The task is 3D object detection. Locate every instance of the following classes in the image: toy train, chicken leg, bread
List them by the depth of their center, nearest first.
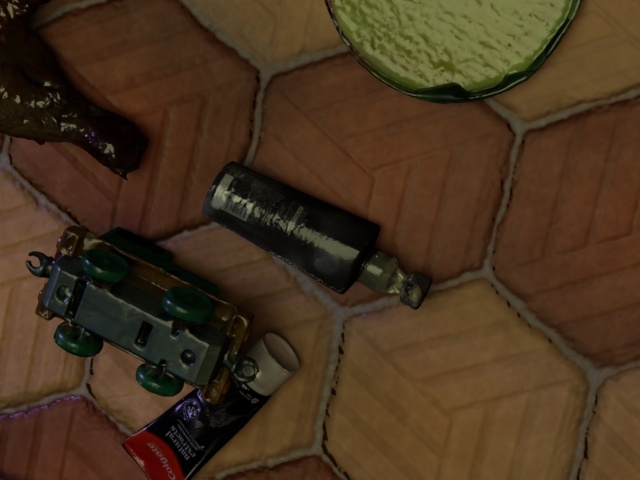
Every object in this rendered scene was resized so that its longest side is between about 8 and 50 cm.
[{"bbox_3d":[0.110,-0.228,1.424,0.228,0.033,0.228,3,101,17],"label":"bread"},{"bbox_3d":[-0.148,0.058,1.491,0.227,0.136,0.091,25,111,8],"label":"toy train"},{"bbox_3d":[-0.272,-0.192,1.517,0.177,0.083,0.322,-15,93,7],"label":"chicken leg"}]

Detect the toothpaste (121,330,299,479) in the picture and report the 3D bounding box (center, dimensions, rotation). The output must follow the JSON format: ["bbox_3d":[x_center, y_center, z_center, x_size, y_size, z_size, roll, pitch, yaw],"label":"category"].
[{"bbox_3d":[-0.098,0.159,1.542,0.193,0.045,0.071,-41,79,23],"label":"toothpaste"}]

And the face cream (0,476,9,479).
[{"bbox_3d":[-0.272,0.288,1.598,0.341,0.084,0.137,14,100,22],"label":"face cream"}]

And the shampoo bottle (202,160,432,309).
[{"bbox_3d":[0.000,0.001,1.476,0.207,0.063,0.057,26,114,10],"label":"shampoo bottle"}]
